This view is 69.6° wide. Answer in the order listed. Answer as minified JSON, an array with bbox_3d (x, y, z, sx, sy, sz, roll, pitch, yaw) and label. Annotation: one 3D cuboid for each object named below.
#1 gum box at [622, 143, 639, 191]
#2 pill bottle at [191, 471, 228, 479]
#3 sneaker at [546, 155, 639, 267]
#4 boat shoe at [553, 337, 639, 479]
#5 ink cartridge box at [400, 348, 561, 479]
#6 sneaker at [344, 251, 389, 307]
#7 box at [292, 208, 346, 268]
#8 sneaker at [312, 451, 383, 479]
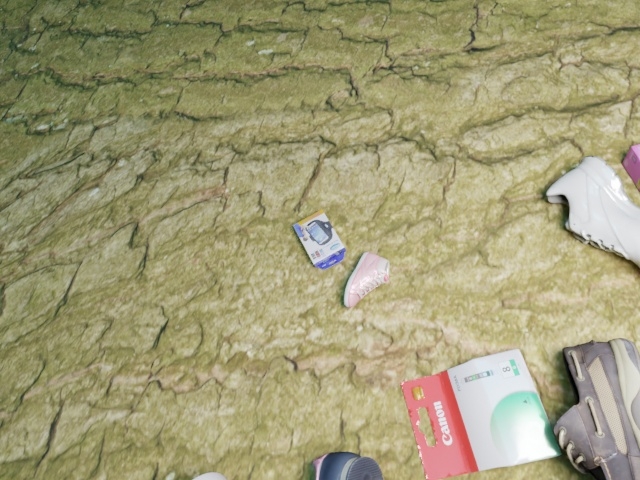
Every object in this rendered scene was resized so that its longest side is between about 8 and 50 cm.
[{"bbox_3d":[0.733,-0.156,0.919,0.189,0.062,0.107,-15,61,8],"label":"gum box"},{"bbox_3d":[-0.136,0.509,0.740,0.265,0.153,0.153,22,70,45],"label":"pill bottle"},{"bbox_3d":[0.563,-0.024,0.892,0.129,0.111,0.297,-34,55,15],"label":"sneaker"},{"bbox_3d":[0.436,0.312,0.709,0.130,0.132,0.355,-6,37,29],"label":"boat shoe"},{"bbox_3d":[0.273,0.308,0.816,0.225,0.056,0.180,-15,60,6],"label":"ink cartridge box"},{"bbox_3d":[0.103,0.088,0.976,0.070,0.051,0.134,16,65,28],"label":"sneaker"},{"bbox_3d":[0.000,0.000,1.064,0.081,0.028,0.136,-29,58,-1],"label":"box"},{"bbox_3d":[0.033,0.519,0.762,0.131,0.112,0.318,-15,64,49],"label":"sneaker"}]
